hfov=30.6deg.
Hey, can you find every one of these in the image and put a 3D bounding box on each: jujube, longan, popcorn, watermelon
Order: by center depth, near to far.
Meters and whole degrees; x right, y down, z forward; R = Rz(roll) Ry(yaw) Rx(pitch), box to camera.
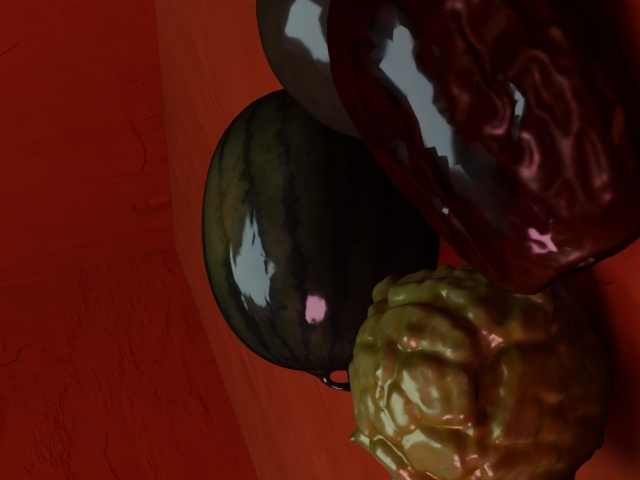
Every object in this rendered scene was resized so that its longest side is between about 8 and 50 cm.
[{"bbox_3d":[0.133,-0.118,0.927,0.318,0.223,0.223,62,162,12],"label":"jujube"},{"bbox_3d":[0.134,0.124,1.039,0.225,0.249,0.249,9,115,42],"label":"popcorn"},{"bbox_3d":[0.045,-0.216,1.150,0.248,0.248,0.248,167,90,-76],"label":"longan"},{"bbox_3d":[0.000,0.000,1.361,0.279,0.278,0.360,143,125,-74],"label":"watermelon"}]

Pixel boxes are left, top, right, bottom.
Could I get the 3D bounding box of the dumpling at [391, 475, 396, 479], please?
[{"bbox_3d":[0.142,0.290,1.493,0.176,0.092,0.150,-110,29,-42],"label":"dumpling"}]
